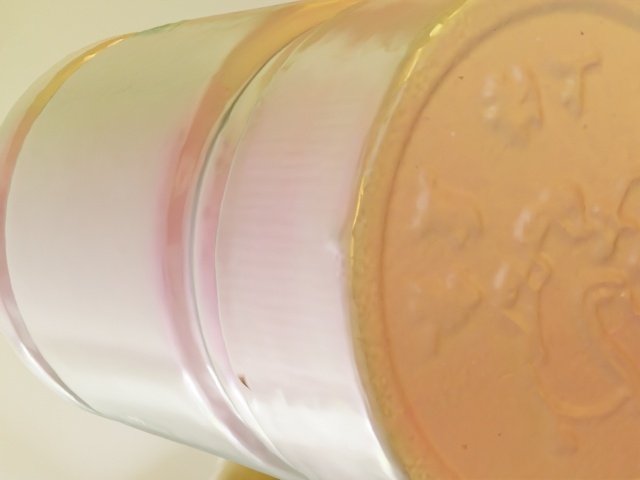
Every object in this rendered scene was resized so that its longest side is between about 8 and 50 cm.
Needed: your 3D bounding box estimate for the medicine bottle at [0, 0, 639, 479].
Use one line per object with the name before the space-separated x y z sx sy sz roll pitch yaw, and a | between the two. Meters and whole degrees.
medicine bottle | 0.000 0.000 0.596 0.325 0.212 0.212 3 54 56
